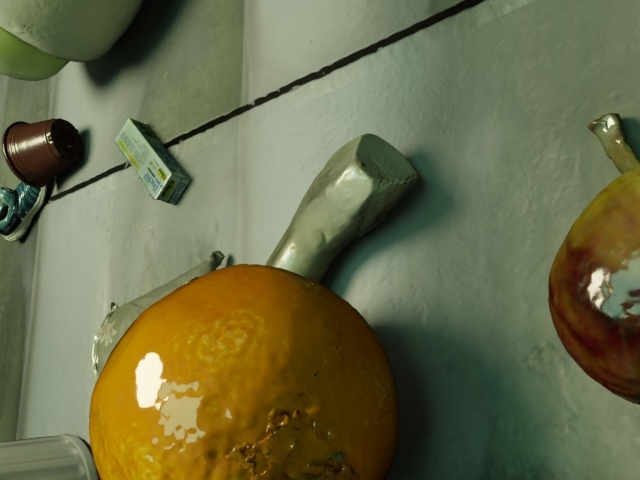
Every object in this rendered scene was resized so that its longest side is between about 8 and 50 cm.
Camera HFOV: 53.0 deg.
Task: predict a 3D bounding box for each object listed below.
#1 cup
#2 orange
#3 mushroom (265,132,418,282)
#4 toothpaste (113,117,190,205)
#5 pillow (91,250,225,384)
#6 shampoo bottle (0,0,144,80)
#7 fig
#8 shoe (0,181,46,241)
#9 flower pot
[{"bbox_3d":[-0.390,0.316,0.786,0.221,0.202,0.167,-43,56,24],"label":"cup"},{"bbox_3d":[-0.058,0.140,0.524,0.246,0.246,0.246,-13,70,38],"label":"orange"},{"bbox_3d":[-0.002,-0.002,0.628,0.223,0.081,0.092,-50,32,22],"label":"mushroom"},{"bbox_3d":[-0.237,-0.112,0.888,0.046,0.034,0.164,-55,50,14],"label":"toothpaste"},{"bbox_3d":[-0.202,0.119,0.779,0.255,0.059,0.169,-27,59,33],"label":"pillow"},{"bbox_3d":[-0.412,-0.421,0.934,0.317,0.322,0.323,-39,56,19],"label":"shampoo bottle"},{"bbox_3d":[0.223,-0.012,0.402,0.160,0.143,0.231,1,69,9],"label":"fig"},{"bbox_3d":[-0.517,-0.067,1.092,0.143,0.071,0.064,-53,51,10],"label":"shoe"},{"bbox_3d":[-0.438,-0.150,1.037,0.089,0.111,0.111,-14,68,21],"label":"flower pot"}]
